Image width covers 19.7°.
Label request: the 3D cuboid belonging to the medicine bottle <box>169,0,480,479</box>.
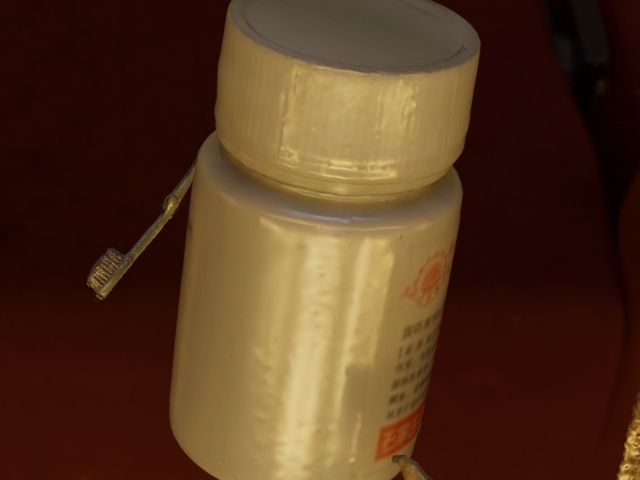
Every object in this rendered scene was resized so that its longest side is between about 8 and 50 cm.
[{"bbox_3d":[0.000,0.000,1.442,0.211,0.211,0.371,3,117,-11],"label":"medicine bottle"}]

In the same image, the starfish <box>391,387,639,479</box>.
[{"bbox_3d":[0.226,0.218,1.465,0.398,0.132,0.383,22,95,-48],"label":"starfish"}]

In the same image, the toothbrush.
[{"bbox_3d":[-0.129,-0.060,1.762,0.028,0.026,0.294,42,71,-10],"label":"toothbrush"}]
